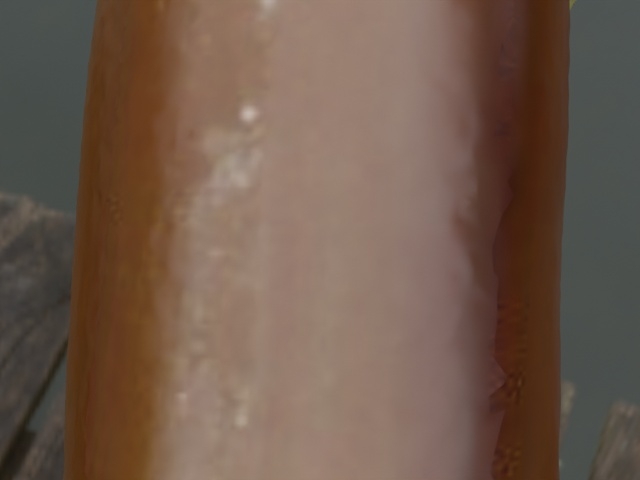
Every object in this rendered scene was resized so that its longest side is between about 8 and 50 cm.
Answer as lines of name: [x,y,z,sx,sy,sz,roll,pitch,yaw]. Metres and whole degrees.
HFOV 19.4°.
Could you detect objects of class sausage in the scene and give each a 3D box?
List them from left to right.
sausage: [0.000,0.000,0.371,0.105,0.105,0.274,5,79,-10]

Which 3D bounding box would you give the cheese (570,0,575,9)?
cheese: [-0.006,-0.203,0.729,0.316,0.128,0.259,40,61,-8]
